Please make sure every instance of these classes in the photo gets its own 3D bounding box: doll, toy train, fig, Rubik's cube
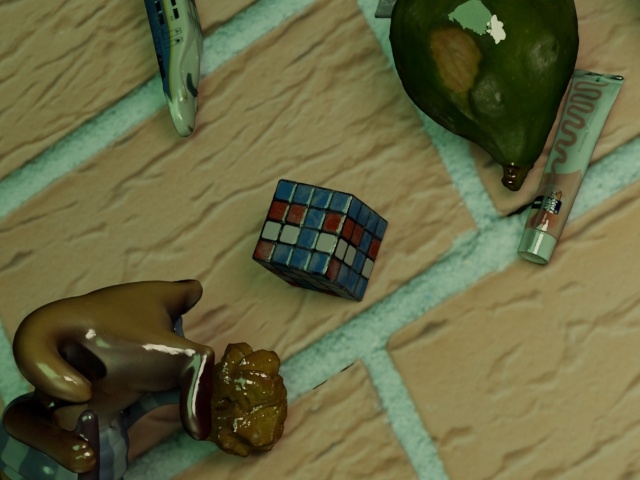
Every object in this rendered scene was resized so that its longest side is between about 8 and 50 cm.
[{"bbox_3d":[-0.227,0.206,1.958,0.209,0.318,0.340,29,113,7],"label":"doll"},{"bbox_3d":[-0.161,-0.224,2.192,0.051,0.052,0.234,-21,64,14],"label":"toy train"},{"bbox_3d":[0.172,-0.174,1.954,0.195,0.195,0.245,-18,100,20],"label":"fig"},{"bbox_3d":[0.000,0.000,2.006,0.092,0.092,0.092,12,77,30],"label":"Rubik's cube"}]

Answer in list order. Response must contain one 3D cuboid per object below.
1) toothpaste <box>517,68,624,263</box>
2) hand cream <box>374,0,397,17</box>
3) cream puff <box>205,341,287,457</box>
[{"bbox_3d":[0.246,-0.076,1.945,0.056,0.036,0.205,13,75,32],"label":"toothpaste"},{"bbox_3d":[0.081,-0.286,2.112,0.030,0.019,0.093,9,79,31],"label":"hand cream"},{"bbox_3d":[-0.086,0.163,1.991,0.122,0.094,0.116,-34,63,8],"label":"cream puff"}]
